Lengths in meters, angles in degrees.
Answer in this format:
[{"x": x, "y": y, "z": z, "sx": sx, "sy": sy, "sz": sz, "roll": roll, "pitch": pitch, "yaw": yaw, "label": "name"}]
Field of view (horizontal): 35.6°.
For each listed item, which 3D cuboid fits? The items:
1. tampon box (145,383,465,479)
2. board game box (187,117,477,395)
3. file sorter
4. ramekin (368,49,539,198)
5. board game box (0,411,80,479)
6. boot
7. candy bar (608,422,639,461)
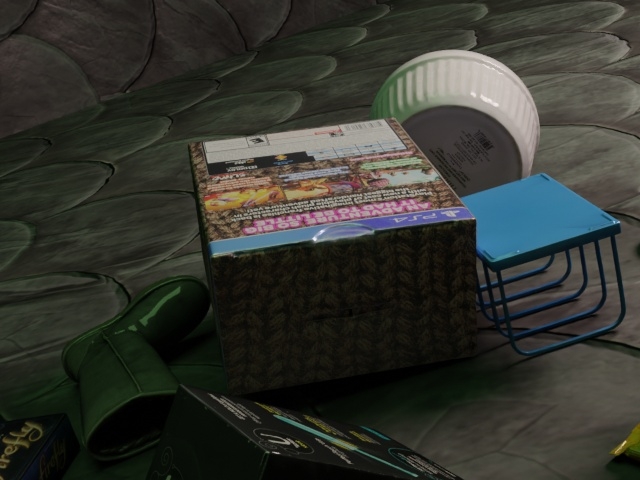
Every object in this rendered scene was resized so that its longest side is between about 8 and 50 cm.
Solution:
[{"x": -0.011, "y": 0.166, "z": 0.603, "sx": 0.161, "sy": 0.102, "sz": 0.120, "roll": 19, "pitch": 0, "yaw": -33, "label": "tampon box"}, {"x": 0.000, "y": 0.000, "z": 0.986, "sx": 0.232, "sy": 0.141, "sz": 0.291, "roll": -8, "pitch": 26, "yaw": -7, "label": "board game box"}, {"x": 0.197, "y": 0.020, "z": 0.939, "sx": 0.118, "sy": 0.105, "sz": 0.170, "roll": -17, "pitch": 20, "yaw": -5, "label": "file sorter"}, {"x": 0.154, "y": -0.109, "z": 1.175, "sx": 0.207, "sy": 0.207, "sz": 0.109, "roll": -9, "pitch": 30, "yaw": 15, "label": "ramekin"}, {"x": -0.325, "y": 0.236, "z": 0.833, "sx": 0.165, "sy": 0.042, "sz": 0.243, "roll": -10, "pitch": 21, "yaw": 14, "label": "board game box"}, {"x": -0.166, "y": 0.118, "z": 0.985, "sx": 0.189, "sy": 0.076, "sz": 0.208, "roll": -36, "pitch": 18, "yaw": -13, "label": "boot"}, {"x": 0.267, "y": 0.155, "z": 0.664, "sx": 0.040, "sy": 0.018, "sz": 0.161, "roll": -31, "pitch": 26, "yaw": -28, "label": "candy bar"}]
